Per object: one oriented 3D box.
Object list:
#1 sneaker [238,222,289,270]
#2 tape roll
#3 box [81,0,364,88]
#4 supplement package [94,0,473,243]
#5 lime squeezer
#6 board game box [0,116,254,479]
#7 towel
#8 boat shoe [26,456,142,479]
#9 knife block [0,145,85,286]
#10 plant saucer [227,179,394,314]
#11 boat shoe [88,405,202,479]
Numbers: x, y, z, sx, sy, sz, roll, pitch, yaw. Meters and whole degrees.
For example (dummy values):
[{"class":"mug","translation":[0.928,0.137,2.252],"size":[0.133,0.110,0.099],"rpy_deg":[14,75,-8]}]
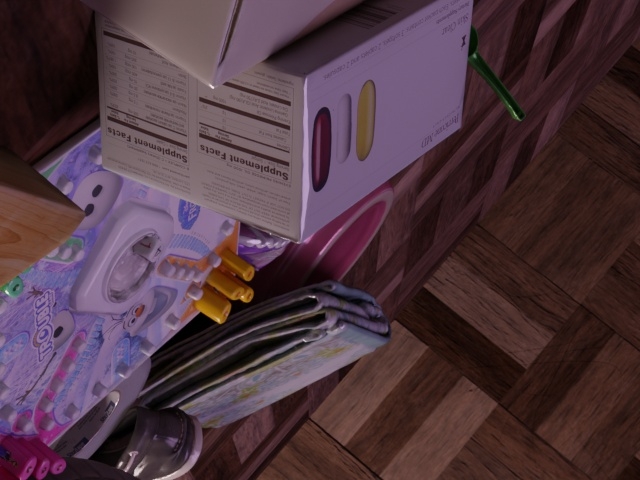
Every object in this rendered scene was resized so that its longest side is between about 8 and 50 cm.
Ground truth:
[{"class":"sneaker","translation":[-0.087,-0.005,1.709],"size":[0.104,0.095,0.236],"rpy_deg":[-47,171,18]},{"class":"tape roll","translation":[-0.290,0.191,1.574],"size":[0.219,0.072,0.219],"rpy_deg":[-48,167,-15]},{"class":"box","translation":[-0.028,-0.248,1.050],"size":[0.311,0.148,0.121],"rpy_deg":[-37,156,-45]},{"class":"supplement package","translation":[-0.024,-0.139,1.163],"size":[0.262,0.204,0.145],"rpy_deg":[-37,139,-46]},{"class":"lime squeezer","translation":[0.197,-0.291,1.890],"size":[0.058,0.110,0.310],"rpy_deg":[-32,133,-10]},{"class":"board game box","translation":[-0.182,0.026,1.359],"size":[0.390,0.050,0.390],"rpy_deg":[-43,155,-37]},{"class":"towel","translation":[-0.077,0.164,1.972],"size":[0.320,0.090,0.374],"rpy_deg":[-26,166,9]},{"class":"boat shoe","translation":[-0.313,0.310,1.460],"size":[0.355,0.132,0.130],"rpy_deg":[14,130,-33]},{"class":"knife block","translation":[-0.265,-0.039,0.944],"size":[0.275,0.088,0.242],"rpy_deg":[-40,164,-41]},{"class":"plant saucer","translation":[0.000,0.000,2.048],"size":[0.332,0.084,0.332],"rpy_deg":[-47,168,-14]},{"class":"boat shoe","translation":[-0.288,0.290,1.760],"size":[0.095,0.112,0.335],"rpy_deg":[27,132,-37]}]
